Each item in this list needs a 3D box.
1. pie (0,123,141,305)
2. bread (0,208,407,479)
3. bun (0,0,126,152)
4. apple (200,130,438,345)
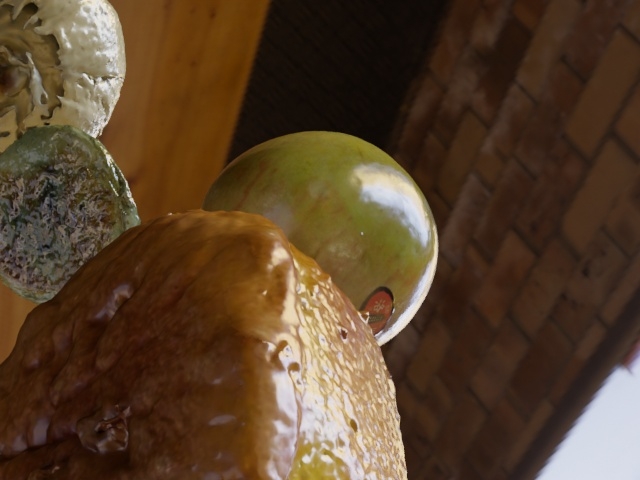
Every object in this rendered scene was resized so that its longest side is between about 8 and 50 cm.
[{"bbox_3d":[-0.253,-0.020,1.240,0.187,0.187,0.041,-52,163,26],"label":"pie"},{"bbox_3d":[-0.087,0.136,0.725,0.172,0.312,0.312,33,109,-33],"label":"bread"},{"bbox_3d":[-0.364,-0.220,1.547,0.259,0.259,0.152,-45,-173,12],"label":"bun"},{"bbox_3d":[0.000,0.000,1.320,0.194,0.261,0.261,-53,158,-18],"label":"apple"}]
